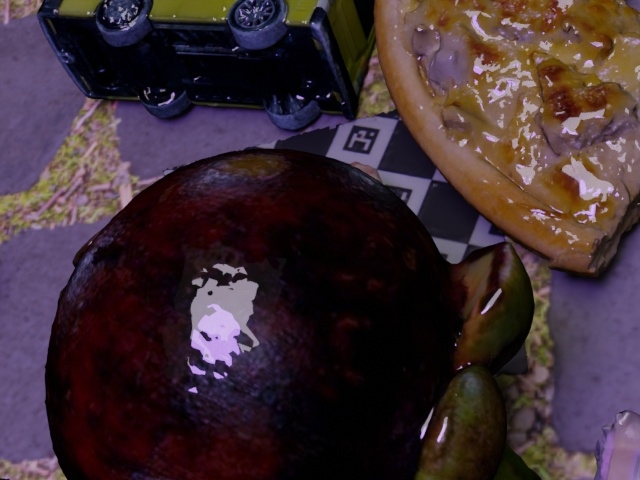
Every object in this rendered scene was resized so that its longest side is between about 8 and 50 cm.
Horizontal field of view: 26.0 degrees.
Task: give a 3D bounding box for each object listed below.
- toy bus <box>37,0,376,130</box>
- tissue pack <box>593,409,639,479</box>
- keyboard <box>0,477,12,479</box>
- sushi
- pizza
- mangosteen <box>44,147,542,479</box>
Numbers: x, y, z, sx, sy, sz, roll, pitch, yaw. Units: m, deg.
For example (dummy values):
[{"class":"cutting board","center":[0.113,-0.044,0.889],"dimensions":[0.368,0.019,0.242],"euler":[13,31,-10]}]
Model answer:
[{"class":"toy bus","center":[-0.090,-0.192,1.184],"dimensions":[0.262,0.128,0.150],"euler":[6,58,21]},{"class":"tissue pack","center":[0.273,0.217,0.791],"dimensions":[0.256,0.123,0.215],"euler":[8,64,14]},{"class":"keyboard","center":[-0.216,0.218,1.045],"dimensions":[0.231,0.023,0.072],"euler":[5,69,23]},{"class":"sushi","center":[0.000,0.000,1.081],"dimensions":[0.290,0.050,0.264],"euler":[-11,57,13]},{"class":"pizza","center":[0.174,-0.125,1.063],"dimensions":[0.223,0.089,0.323],"euler":[-30,56,-4]},{"class":"mangosteen","center":[-0.026,0.089,0.902],"dimensions":[0.311,0.311,0.311],"euler":[-9,57,15]}]
